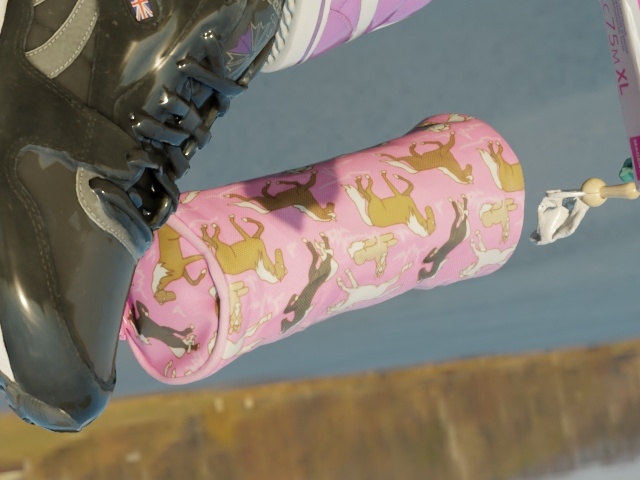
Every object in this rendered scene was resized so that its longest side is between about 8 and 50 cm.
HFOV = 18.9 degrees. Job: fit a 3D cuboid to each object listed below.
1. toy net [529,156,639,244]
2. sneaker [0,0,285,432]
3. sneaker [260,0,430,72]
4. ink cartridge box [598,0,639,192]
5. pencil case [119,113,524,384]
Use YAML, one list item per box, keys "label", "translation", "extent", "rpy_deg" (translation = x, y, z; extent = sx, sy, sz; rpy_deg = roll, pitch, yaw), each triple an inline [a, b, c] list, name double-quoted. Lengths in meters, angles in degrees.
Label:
- label: "toy net"
  translation: [0.299, -0.078, 1.931]
  extent: [0.232, 0.045, 0.122]
  rpy_deg: [-32, -161, 18]
- label: "sneaker"
  translation: [-0.075, -0.069, 0.752]
  extent: [0.124, 0.283, 0.107]
  rpy_deg: [-5, 162, 8]
- label: "sneaker"
  translation: [0.044, -0.232, 1.234]
  extent: [0.161, 0.102, 0.282]
  rpy_deg: [-19, 157, -29]
- label: "ink cartridge box"
  translation: [0.404, -0.165, 1.665]
  extent: [0.311, 0.186, 0.065]
  rpy_deg: [-14, -176, -17]
- label: "pencil case"
  translation: [0.000, 0.000, 1.639]
  extent: [0.386, 0.160, 0.167]
  rpy_deg: [-19, 141, -41]
